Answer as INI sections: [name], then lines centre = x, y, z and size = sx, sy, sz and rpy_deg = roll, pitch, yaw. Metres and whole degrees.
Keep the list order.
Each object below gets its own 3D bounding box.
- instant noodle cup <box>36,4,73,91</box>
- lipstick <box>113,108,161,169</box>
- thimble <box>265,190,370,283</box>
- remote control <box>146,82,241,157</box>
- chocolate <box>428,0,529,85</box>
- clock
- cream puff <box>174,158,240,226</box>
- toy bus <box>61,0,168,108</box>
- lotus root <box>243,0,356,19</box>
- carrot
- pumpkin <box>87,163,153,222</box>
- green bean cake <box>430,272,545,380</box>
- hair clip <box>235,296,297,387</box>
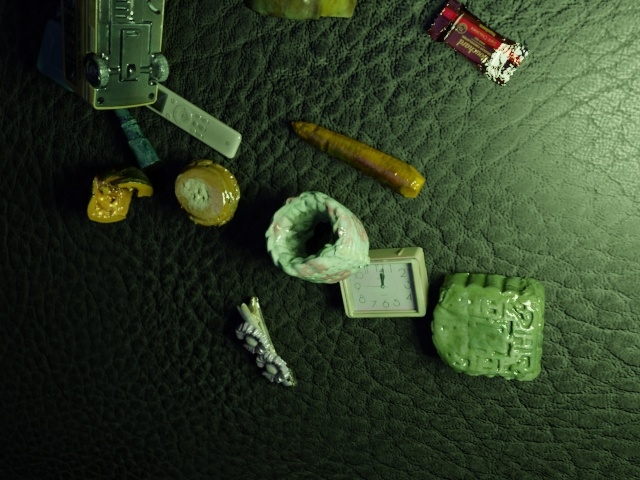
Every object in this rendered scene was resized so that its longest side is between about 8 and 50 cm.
[instant noodle cup]
centre = -0.593, -0.439, 1.274
size = 0.157, 0.070, 0.179
rpy_deg = 34, 117, 2
[lipstick]
centre = -0.470, -0.285, 1.300
size = 0.053, 0.053, 0.234
rpy_deg = -24, 100, 26
[thimble]
centre = 0.000, 0.000, 1.157
size = 0.211, 0.149, 0.185
rpy_deg = 21, 88, 32
[remote control]
centre = -0.303, -0.282, 1.254
size = 0.261, 0.029, 0.067
rpy_deg = 32, 118, 5
[chocolate]
centre = 0.293, -0.371, 1.007
size = 0.182, 0.028, 0.086
rpy_deg = 34, 111, 3
[clock]
centre = 0.143, 0.096, 1.225
size = 0.191, 0.071, 0.147
rpy_deg = -3, 110, 21
[cream puff]
centre = -0.261, -0.111, 1.261
size = 0.150, 0.115, 0.165
rpy_deg = -17, 95, 18
[toy bus]
centre = -0.436, -0.475, 1.119
size = 0.201, 0.177, 0.366
rpy_deg = 34, 125, 28
[lotus root]
centre = -0.024, -0.556, 0.894
size = 0.250, 0.250, 0.346
rpy_deg = 22, 128, 10
[carrot]
centre = 0.075, -0.184, 1.147
size = 0.314, 0.066, 0.066
rpy_deg = 29, 118, 11
[pumpkin]
centre = -0.506, -0.132, 1.342
size = 0.183, 0.119, 0.108
rpy_deg = -29, 63, 22
[green bean cake]
centre = 0.359, 0.185, 1.159
size = 0.227, 0.125, 0.223
rpy_deg = 4, 112, 23
[hair clip]
centre = -0.144, 0.278, 1.407
size = 0.106, 0.084, 0.292
rpy_deg = -10, 113, 41
